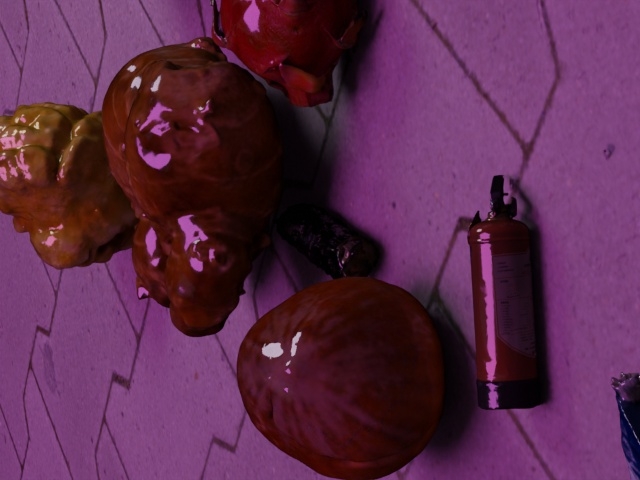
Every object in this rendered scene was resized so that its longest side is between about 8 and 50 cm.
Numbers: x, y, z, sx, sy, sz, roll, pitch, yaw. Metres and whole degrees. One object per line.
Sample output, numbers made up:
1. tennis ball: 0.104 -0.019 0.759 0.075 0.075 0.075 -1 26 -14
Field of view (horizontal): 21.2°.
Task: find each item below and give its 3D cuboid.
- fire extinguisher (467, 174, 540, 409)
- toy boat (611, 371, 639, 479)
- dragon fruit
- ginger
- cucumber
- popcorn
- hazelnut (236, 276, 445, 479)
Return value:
1. fire extinguisher: 0.138 0.038 1.296 0.062 0.050 0.177 -5 -88 -77
2. toy boat: 0.260 0.073 1.032 0.220 0.067 0.291 44 129 55
3. dragon fruit: -0.031 -0.199 1.513 0.136 0.133 0.166 -146 45 -69
4. ginger: -0.120 -0.056 1.667 0.357 0.152 0.274 -142 41 -74
5. cucumber: 0.000 0.000 1.572 0.181 0.053 0.053 -148 58 -60
6. popcorn: -0.304 -0.060 2.028 0.226 0.200 0.203 143 125 -62
7. hazelnut: 0.023 0.107 1.413 0.182 0.182 0.182 17 109 63
